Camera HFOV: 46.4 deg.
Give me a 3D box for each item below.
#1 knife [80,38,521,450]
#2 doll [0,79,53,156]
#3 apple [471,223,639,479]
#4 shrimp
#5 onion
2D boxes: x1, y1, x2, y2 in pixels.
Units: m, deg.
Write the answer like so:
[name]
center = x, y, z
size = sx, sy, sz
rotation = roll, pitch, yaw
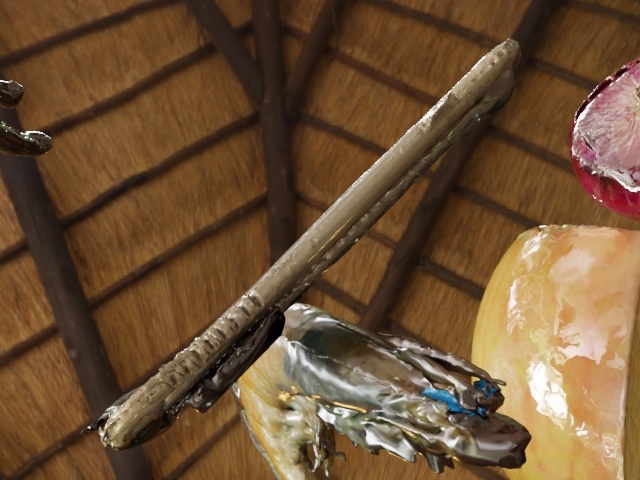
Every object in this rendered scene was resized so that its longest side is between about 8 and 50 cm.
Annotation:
[knife]
center = 0.004, 0.005, 0.473
size = 0.365, 0.089, 0.043
rotation = -44, -93, -6
[doll]
center = -0.158, -0.088, 0.262
size = 0.165, 0.139, 0.057
rotation = -4, -123, -46
[apple]
center = 0.287, 0.154, 0.802
size = 0.252, 0.314, 0.309
rotation = 16, -97, -7
[shrimp]
center = 0.029, 0.151, 0.526
size = 0.054, 0.222, 0.290
rotation = -22, -166, -38
[onion]
center = 0.415, -0.121, 0.881
size = 0.248, 0.161, 0.248
rotation = -21, -147, 14
